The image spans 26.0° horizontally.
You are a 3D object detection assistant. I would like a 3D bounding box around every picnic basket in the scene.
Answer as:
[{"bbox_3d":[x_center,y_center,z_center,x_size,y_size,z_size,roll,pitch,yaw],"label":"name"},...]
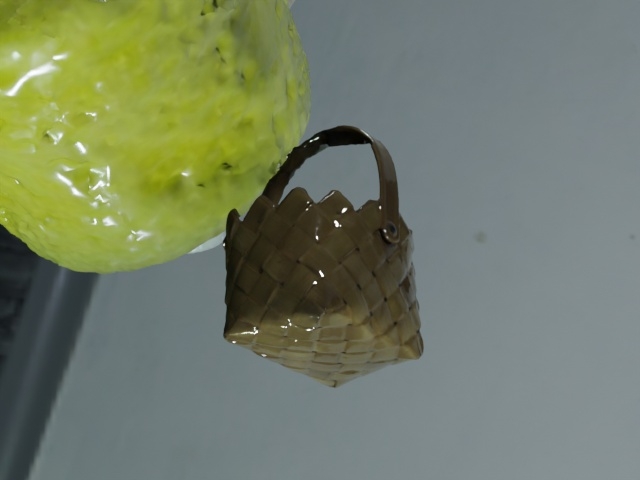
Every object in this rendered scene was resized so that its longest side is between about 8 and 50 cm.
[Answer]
[{"bbox_3d":[0.000,0.000,0.978,0.128,0.138,0.178,-16,59,34],"label":"picnic basket"}]

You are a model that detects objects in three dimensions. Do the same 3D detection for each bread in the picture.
[{"bbox_3d":[-0.179,-0.165,1.102,0.348,0.307,0.348,-17,44,17],"label":"bread"}]

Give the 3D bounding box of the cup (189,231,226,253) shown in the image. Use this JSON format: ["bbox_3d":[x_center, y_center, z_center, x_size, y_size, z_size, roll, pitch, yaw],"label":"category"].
[{"bbox_3d":[-0.230,-0.051,1.820,0.258,0.234,0.186,-132,29,-51],"label":"cup"}]

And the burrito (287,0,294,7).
[{"bbox_3d":[-0.065,-0.311,1.688,0.087,0.226,0.060,15,118,1],"label":"burrito"}]
